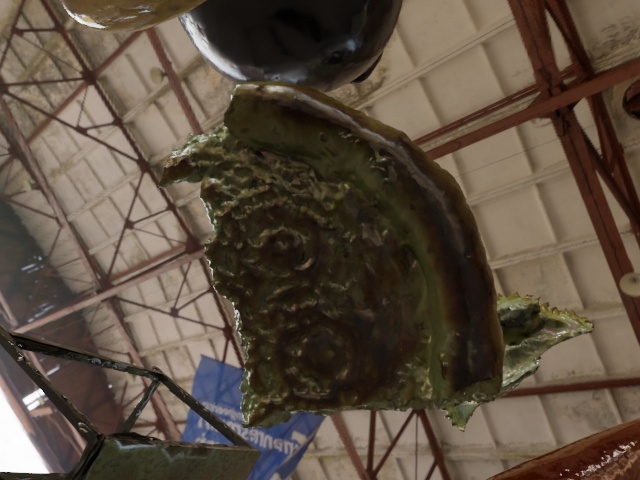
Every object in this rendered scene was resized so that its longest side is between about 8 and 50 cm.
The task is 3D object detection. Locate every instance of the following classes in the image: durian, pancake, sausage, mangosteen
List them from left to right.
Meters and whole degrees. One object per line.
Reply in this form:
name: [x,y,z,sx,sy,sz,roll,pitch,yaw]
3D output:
mangosteen: [-0.048,-0.404,0.850,0.383,0.435,0.381,-2,-106,7]
pancake: [0.006,-0.001,0.529,0.305,0.067,0.426,-21,-101,-1]
durian: [0.336,0.201,0.927,0.306,0.166,0.172,-33,-86,9]
sausage: [0.250,0.238,0.473,0.083,0.300,0.089,113,-40,-71]

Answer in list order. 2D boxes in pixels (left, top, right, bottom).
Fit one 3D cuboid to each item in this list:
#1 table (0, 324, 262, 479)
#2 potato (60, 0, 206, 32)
table: [-0.310,0.303,0.688,0.272,0.335,0.222,26,-102,31]
potato: [-0.080,-0.239,0.305,0.235,0.128,0.161,-25,-116,21]
